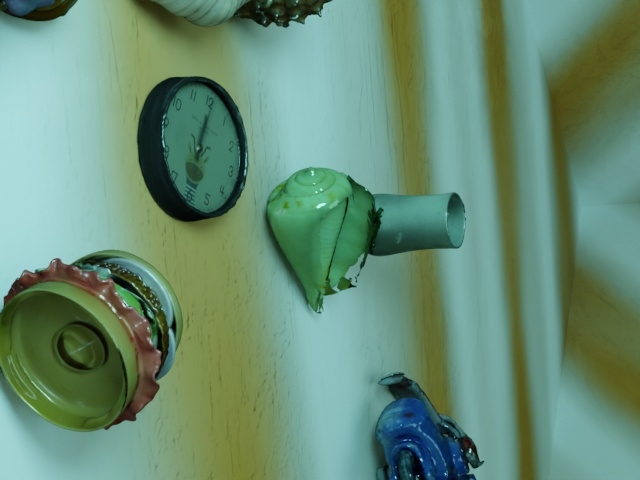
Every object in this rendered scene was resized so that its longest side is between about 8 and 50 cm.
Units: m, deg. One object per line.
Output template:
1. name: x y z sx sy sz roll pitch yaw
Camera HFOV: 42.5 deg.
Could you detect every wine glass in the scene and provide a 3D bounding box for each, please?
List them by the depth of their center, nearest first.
1. wine glass: 0.108 -0.025 1.303 0.103 0.231 0.103 10 79 -62

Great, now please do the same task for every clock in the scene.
1. clock: -0.153 -0.115 1.028 0.184 0.040 0.184 7 82 -61

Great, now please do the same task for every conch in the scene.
1. conch: 0.016 -0.008 1.219 0.143 0.137 0.250 -51 130 -26

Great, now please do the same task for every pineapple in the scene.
1. pineapple: -0.041 -0.365 1.099 0.166 0.193 0.166 11 76 -53

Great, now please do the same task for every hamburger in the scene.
1. hamburger: -0.210 0.087 0.787 0.137 0.175 0.175 -45 127 -61

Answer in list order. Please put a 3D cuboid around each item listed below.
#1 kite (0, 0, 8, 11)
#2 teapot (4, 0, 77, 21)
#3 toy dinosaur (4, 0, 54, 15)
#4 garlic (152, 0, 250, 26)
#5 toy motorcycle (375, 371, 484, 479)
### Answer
1. kite: -0.342 -0.325 0.655 0.377 0.013 0.327 -47 116 -34
2. teapot: -0.279 -0.263 0.782 0.098 0.078 0.129 -48 135 4
3. toy dinosaur: -0.349 -0.380 0.597 0.383 0.129 0.331 14 83 -38
4. garlic: -0.116 -0.346 0.916 0.199 0.226 0.199 -9 107 -34
5. toy motorcycle: 0.166 0.379 1.486 0.182 0.241 0.319 -45 148 0
